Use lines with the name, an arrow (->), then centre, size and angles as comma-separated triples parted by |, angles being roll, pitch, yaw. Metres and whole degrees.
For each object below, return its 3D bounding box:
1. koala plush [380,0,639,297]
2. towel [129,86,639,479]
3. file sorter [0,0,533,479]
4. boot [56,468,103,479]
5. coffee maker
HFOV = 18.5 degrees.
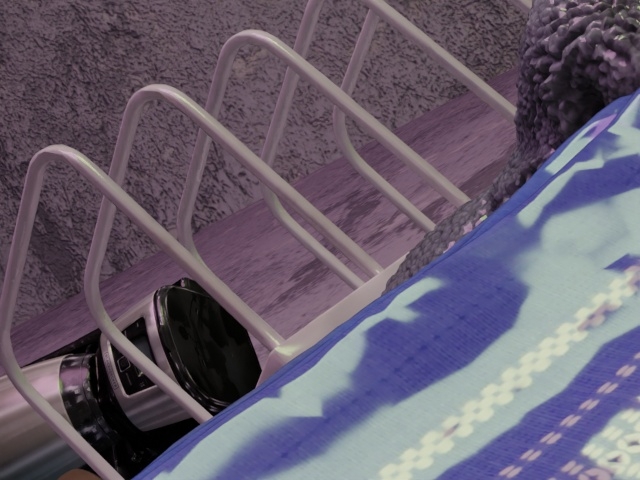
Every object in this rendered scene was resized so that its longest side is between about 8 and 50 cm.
koala plush -> 0.101, 0.013, 0.732 | 0.221, 0.203, 0.196 | -41, -1, 27
towel -> 0.122, 0.049, 0.340 | 0.243, 0.040, 0.336 | -34, 31, -34
file sorter -> 0.000, 0.000, 0.953 | 0.277, 0.173, 0.193 | -35, -22, -37
boot -> -0.057, 0.151, 0.545 | 0.115, 0.112, 0.305 | -42, 19, -9
coffee maker -> -0.127, 0.103, 1.247 | 0.178, 0.120, 0.171 | -25, 2, 16
